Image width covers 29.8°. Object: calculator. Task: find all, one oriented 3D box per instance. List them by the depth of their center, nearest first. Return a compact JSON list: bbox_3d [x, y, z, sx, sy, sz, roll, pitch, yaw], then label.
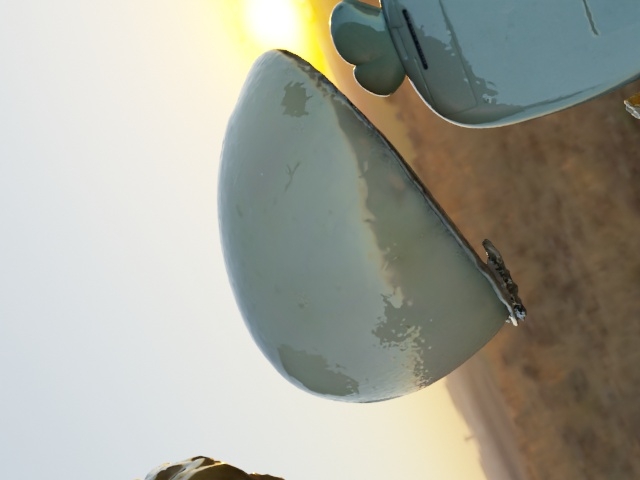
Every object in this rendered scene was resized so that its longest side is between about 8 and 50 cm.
[{"bbox_3d":[0.144,-0.178,0.887,0.184,0.295,0.042,67,-156,-16],"label":"calculator"}]

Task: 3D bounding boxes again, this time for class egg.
[{"bbox_3d":[0.000,0.000,0.915,0.286,0.174,0.264,52,176,15],"label":"egg"}]

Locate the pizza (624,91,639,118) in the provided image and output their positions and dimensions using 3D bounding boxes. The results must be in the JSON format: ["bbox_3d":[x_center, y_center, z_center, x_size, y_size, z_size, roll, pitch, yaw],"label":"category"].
[{"bbox_3d":[0.421,-0.077,1.076,0.074,0.366,0.182,-114,31,-51],"label":"pizza"}]

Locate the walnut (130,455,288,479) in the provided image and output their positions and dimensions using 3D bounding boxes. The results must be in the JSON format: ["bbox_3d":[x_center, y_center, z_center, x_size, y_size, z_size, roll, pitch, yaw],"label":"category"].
[{"bbox_3d":[-0.072,0.269,0.930,0.245,0.198,0.198,46,-165,-37],"label":"walnut"}]
